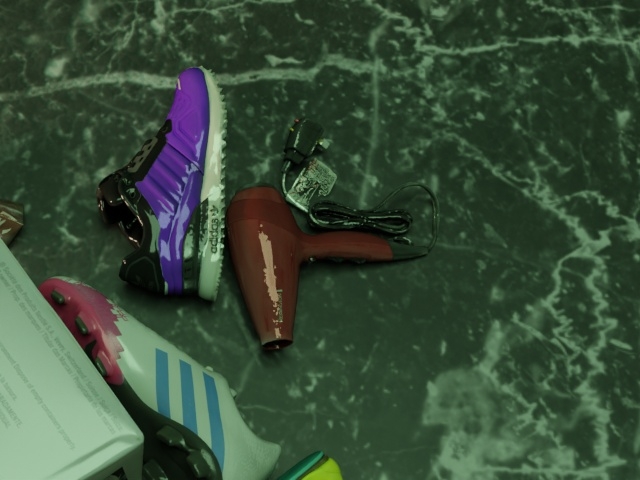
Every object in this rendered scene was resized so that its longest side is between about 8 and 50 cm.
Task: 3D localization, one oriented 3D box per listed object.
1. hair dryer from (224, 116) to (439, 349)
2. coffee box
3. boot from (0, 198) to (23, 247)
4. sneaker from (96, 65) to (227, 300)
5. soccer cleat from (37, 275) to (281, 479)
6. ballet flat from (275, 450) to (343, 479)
[{"bbox_3d":[0.000,0.000,1.687,0.223,0.080,0.293,32,64,5],"label":"hair dryer"},{"bbox_3d":[-0.400,0.192,1.396,0.338,0.334,0.338,-32,74,-19],"label":"coffee box"},{"bbox_3d":[-0.383,-0.054,1.685,0.114,0.037,0.106,18,76,4],"label":"boot"},{"bbox_3d":[-0.183,-0.074,1.689,0.146,0.102,0.293,2,64,-7],"label":"sneaker"},{"bbox_3d":[-0.179,0.160,1.585,0.331,0.116,0.143,45,35,23],"label":"soccer cleat"},{"bbox_3d":[-0.068,0.306,1.541,0.231,0.077,0.077,-29,94,-22],"label":"ballet flat"}]
